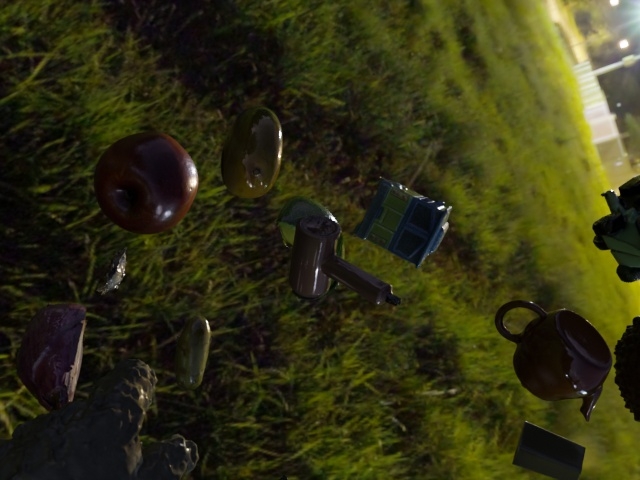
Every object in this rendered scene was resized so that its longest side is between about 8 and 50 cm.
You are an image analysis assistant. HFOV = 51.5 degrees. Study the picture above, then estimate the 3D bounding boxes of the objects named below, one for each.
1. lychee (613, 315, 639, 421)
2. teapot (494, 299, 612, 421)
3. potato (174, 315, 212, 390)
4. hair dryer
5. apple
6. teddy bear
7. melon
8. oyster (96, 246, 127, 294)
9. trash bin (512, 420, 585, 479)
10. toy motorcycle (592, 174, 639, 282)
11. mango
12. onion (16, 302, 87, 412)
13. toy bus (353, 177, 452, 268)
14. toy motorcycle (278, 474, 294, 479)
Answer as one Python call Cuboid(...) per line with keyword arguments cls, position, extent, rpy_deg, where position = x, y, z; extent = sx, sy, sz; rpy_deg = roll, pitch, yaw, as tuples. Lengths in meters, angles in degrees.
Cuboid(cls="lychee", position=(0.672, 0.246, 1.207), extent=(0.300, 0.264, 0.264), rpy_deg=(42, 40, -50))
Cuboid(cls="teapot", position=(0.285, 0.147, 0.822), extent=(0.173, 0.116, 0.116), rpy_deg=(46, 23, 10))
Cuboid(cls="potato", position=(-0.318, 0.280, 1.633), extent=(0.105, 0.085, 0.188), rpy_deg=(-29, 128, -76))
Cuboid(cls="hair dryer", position=(0.034, 0.051, 0.918), extent=(0.064, 0.182, 0.117), rpy_deg=(-25, 135, -44))
Cuboid(cls="apple", position=(-0.377, -0.125, 1.443), extent=(0.218, 0.218, 0.201), rpy_deg=(66, 31, -15))
Cuboid(cls="teddy bear", position=(-0.338, 0.412, 1.024), extent=(0.357, 0.224, 0.367), rpy_deg=(-30, 93, -29))
Cuboid(cls="melon", position=(0.000, 0.000, 1.514), extent=(0.265, 0.129, 0.169), rpy_deg=(76, 23, -45))
Cuboid(cls="oyster", position=(-0.579, 0.083, 1.871), extent=(0.053, 0.108, 0.165), rpy_deg=(21, 33, -10))
Cuboid(cls="trash bin", position=(0.339, 0.318, 0.985), extent=(0.061, 0.092, 0.042), rpy_deg=(-47, 151, -52))
Cuboid(cls="toy motorcycle", position=(0.529, -0.022, 0.994), extent=(0.125, 0.196, 0.331), rpy_deg=(59, 9, -5))
Cuboid(cls="mango", position=(-0.107, -0.144, 1.053), extent=(0.194, 0.092, 0.130), rpy_deg=(-96, -157, -63))
Cuboid(cls="onion", position=(-0.696, 0.325, 1.690), extent=(0.348, 0.159, 0.267), rpy_deg=(-101, -157, -49))
Cuboid(cls="toy bus", position=(0.208, -0.047, 1.600), extent=(0.151, 0.190, 0.312), rpy_deg=(-65, 170, 9))
Cuboid(cls="toy motorcycle", position=(-0.131, 0.764, 1.647), extent=(0.213, 0.125, 0.358), rpy_deg=(4, 90, -24))
